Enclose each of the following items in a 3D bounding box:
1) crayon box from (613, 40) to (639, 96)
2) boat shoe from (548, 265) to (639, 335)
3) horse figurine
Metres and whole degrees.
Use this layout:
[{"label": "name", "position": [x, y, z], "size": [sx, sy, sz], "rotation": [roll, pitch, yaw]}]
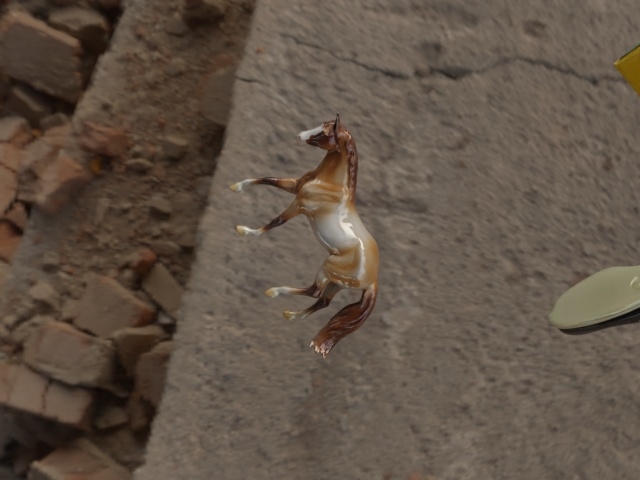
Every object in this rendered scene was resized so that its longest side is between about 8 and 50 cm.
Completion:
[{"label": "crayon box", "position": [0.503, -0.152, 1.102], "size": [0.363, 0.106, 0.313], "rotation": [-38, 87, -28]}, {"label": "boat shoe", "position": [0.215, 0.037, 0.766], "size": [0.133, 0.049, 0.042], "rotation": [-24, 122, 26]}, {"label": "horse figurine", "position": [0.000, 0.000, 1.374], "size": [0.174, 0.066, 0.263], "rotation": [-20, 95, 20]}]
